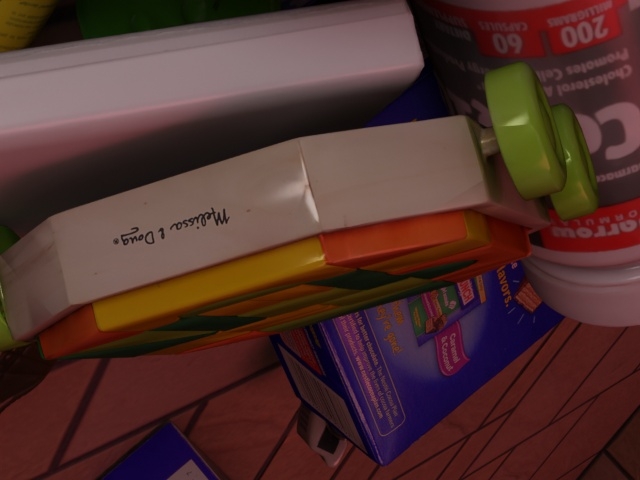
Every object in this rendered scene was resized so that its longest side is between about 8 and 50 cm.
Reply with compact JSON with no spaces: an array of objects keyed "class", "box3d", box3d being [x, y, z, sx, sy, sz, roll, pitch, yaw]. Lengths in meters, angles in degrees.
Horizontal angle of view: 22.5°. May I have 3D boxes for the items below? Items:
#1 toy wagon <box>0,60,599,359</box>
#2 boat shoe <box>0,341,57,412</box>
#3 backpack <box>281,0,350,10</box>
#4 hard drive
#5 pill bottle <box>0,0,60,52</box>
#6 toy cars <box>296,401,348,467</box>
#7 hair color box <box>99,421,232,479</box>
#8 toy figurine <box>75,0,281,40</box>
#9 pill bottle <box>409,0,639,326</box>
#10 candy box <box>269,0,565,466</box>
[{"class":"toy wagon","box3d":[0.000,0.000,0.779,0.267,0.068,0.344,-16,172,16]},{"class":"boat shoe","box3d":[-0.217,0.086,1.026,0.153,0.048,0.056,-52,147,7]},{"class":"backpack","box3d":[-0.031,-0.119,0.879,0.114,0.084,0.105,-39,160,-25]},{"class":"hard drive","box3d":[-0.133,-0.036,0.688,0.308,0.040,0.203,-12,172,-20]},{"class":"pill bottle","box3d":[-0.152,-0.107,0.707,0.116,0.065,0.065,-52,158,24]},{"class":"toy cars","box3d":[0.058,0.027,1.337,0.393,0.087,0.176,-57,-168,39]},{"class":"hair color box","box3d":[-0.086,0.301,1.492,0.110,0.185,0.339,-41,160,-5]},{"class":"toy figurine","box3d":[-0.028,-0.162,0.780,0.159,0.130,0.173,-41,171,-34]},{"class":"pill bottle","box3d":[0.150,-0.088,0.901,0.161,0.161,0.283,-38,135,-13]},{"class":"candy box","box3d":[0.095,-0.048,1.083,0.317,0.122,0.268,-36,133,-16]}]
